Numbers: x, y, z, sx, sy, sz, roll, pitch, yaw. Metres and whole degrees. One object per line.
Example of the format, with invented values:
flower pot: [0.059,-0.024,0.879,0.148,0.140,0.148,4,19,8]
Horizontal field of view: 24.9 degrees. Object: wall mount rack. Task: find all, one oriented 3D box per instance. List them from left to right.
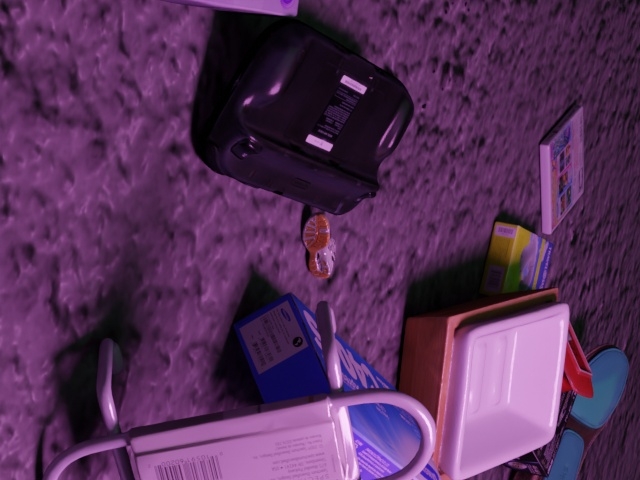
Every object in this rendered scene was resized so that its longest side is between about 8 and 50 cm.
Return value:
wall mount rack: [-0.068,0.214,1.337,0.130,0.350,0.304,-99,180,-59]

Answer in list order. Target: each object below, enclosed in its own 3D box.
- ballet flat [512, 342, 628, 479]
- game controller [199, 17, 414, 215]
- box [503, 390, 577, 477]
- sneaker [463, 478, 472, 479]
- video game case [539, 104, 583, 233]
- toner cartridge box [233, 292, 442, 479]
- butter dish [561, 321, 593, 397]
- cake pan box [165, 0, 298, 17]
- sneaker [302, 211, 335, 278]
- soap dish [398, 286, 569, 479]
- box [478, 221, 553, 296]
ballet flat: [0.390,0.299,2.343,0.107,0.106,0.316,43,63,-18]
game controller: [-0.005,-0.120,1.487,0.319,0.067,0.166,18,97,-62]
box: [0.328,0.250,2.234,0.180,0.077,0.147,-66,150,-22]
sneaker: [0.126,0.364,1.834,0.305,0.152,0.114,-27,125,-54]
video game case: [0.376,-0.111,2.254,0.143,0.019,0.157,-44,138,-46]
toner cartridge box: [0.033,0.199,1.591,0.348,0.075,0.165,46,18,-57]
butter dish: [0.315,0.170,2.116,0.160,0.118,0.160,22,45,-67]
cake pan box: [-0.090,-0.328,1.279,0.267,0.070,0.246,-4,105,-62]
sneaker: [0.000,0.000,1.604,0.037,0.032,0.083,-61,155,-52]
soap dish: [0.213,0.185,1.932,0.291,0.118,0.229,-10,109,-53]
box: [0.292,0.041,2.132,0.178,0.042,0.109,19,84,-61]
